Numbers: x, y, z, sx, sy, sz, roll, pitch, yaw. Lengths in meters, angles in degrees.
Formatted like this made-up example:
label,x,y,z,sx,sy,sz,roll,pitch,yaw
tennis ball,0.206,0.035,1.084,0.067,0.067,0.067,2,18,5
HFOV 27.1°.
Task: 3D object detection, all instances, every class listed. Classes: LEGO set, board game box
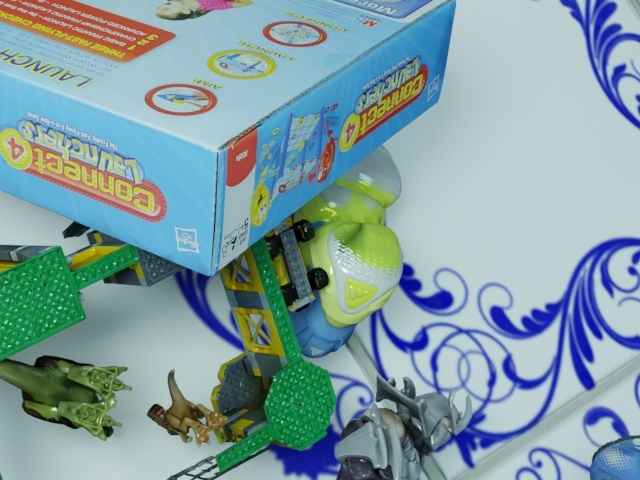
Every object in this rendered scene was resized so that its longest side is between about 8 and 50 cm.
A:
label,x,y,z,sx,sy,sz,roll,pitch,yaw
LEGO set,-0.169,0.084,0.892,0.331,0.192,0.255,-36,113,-33
board game box,-0.112,-0.125,0.910,0.308,0.086,0.302,21,35,23

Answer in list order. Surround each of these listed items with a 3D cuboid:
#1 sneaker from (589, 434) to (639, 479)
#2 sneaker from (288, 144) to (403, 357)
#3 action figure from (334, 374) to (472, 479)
label,x,y,z,sx,sy,sz,roll,pitch,yaw
sneaker,0.286,0.293,0.990,0.147,0.130,0.330,-25,57,-6
sneaker,0.000,0.000,1.040,0.091,0.126,0.240,25,28,-13
action figure,0.005,0.200,0.901,0.285,0.185,0.099,-41,54,-20
